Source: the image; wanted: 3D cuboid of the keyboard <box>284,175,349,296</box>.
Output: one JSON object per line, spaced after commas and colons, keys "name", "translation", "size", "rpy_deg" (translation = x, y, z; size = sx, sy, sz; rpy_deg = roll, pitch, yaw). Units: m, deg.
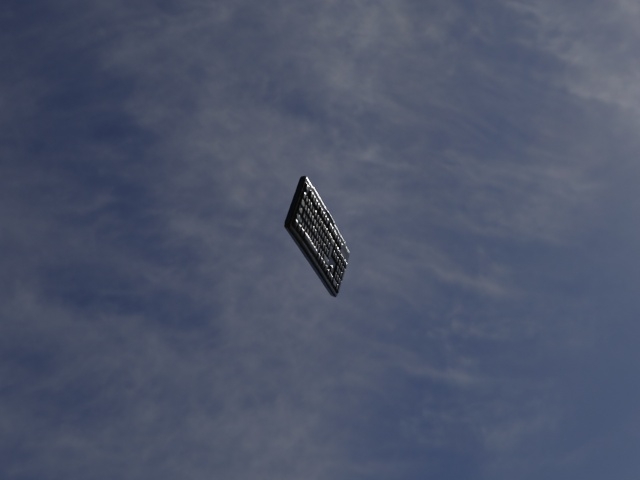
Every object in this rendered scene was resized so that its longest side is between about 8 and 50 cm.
{"name": "keyboard", "translation": [0.000, 0.000, 0.846], "size": [0.155, 0.010, 0.053], "rpy_deg": [57, -135, -59]}
